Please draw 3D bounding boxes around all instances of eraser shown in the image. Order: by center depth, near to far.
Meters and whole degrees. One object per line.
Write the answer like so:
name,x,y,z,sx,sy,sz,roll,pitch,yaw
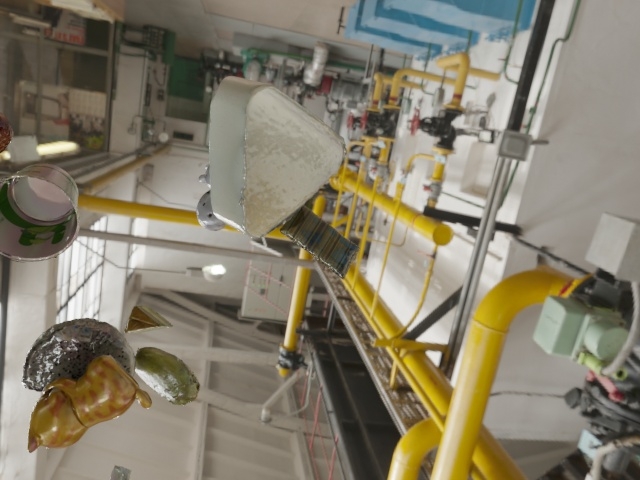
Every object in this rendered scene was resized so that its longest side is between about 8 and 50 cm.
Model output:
eraser,-0.091,-0.196,1.150,0.331,0.332,0.149,-2,-159,-45

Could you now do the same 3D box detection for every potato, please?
potato,-0.492,0.426,1.612,0.251,0.149,0.113,40,-138,4

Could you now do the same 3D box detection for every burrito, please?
burrito,-0.694,0.865,1.705,0.064,0.203,0.064,11,167,3

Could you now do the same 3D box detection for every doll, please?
doll,-0.587,0.402,1.260,0.269,0.167,0.162,-26,-112,-15

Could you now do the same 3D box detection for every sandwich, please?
sandwich,-0.649,0.332,1.906,0.163,0.114,0.079,26,-176,30

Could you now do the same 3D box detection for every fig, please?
fig,-0.711,-0.248,1.049,0.119,0.153,0.119,-16,175,-1

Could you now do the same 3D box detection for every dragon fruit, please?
dragon fruit,-0.670,0.319,1.445,0.282,0.204,0.221,18,177,-21

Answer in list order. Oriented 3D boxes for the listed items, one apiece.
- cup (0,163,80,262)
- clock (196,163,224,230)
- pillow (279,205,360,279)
cup,-0.824,-0.103,1.465,0.253,0.253,0.274,6,-159,-22
clock,-0.254,-0.114,1.242,0.117,0.176,0.080,32,-174,-3
pillow,0.000,0.000,1.254,0.203,0.038,0.113,38,-127,-10
